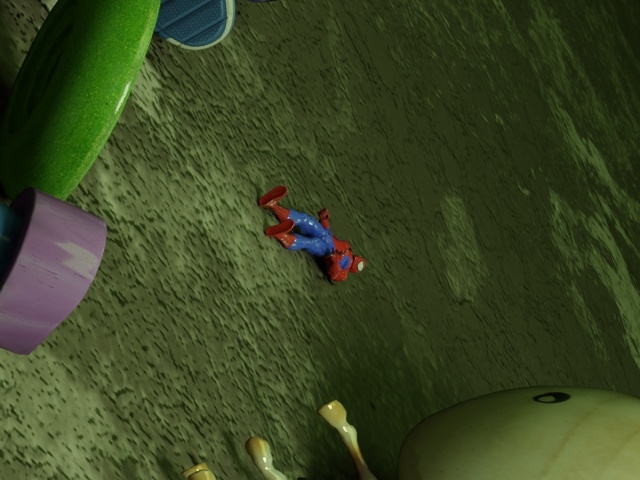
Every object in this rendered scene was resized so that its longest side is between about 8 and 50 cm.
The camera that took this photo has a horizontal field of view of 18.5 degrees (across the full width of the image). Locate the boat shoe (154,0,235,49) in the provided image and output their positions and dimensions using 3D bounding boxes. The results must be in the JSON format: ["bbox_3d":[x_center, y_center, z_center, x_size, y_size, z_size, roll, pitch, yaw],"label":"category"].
[{"bbox_3d":[-0.098,-0.199,1.136,0.183,0.066,0.066,63,18,-13],"label":"boat shoe"}]

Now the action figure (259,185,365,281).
[{"bbox_3d":[0.000,0.000,1.246,0.115,0.030,0.038,38,30,-59],"label":"action figure"}]

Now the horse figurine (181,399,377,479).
[{"bbox_3d":[-0.003,0.180,0.980,0.174,0.066,0.263,67,19,2],"label":"horse figurine"}]

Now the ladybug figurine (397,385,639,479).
[{"bbox_3d":[0.218,0.234,1.168,0.449,0.162,0.305,43,17,-40],"label":"ladybug figurine"}]

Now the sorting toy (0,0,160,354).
[{"bbox_3d":[-0.150,-0.108,0.892,0.126,0.127,0.365,26,40,-20],"label":"sorting toy"}]

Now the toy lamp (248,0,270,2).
[{"bbox_3d":[-0.021,-0.224,1.362,0.080,0.080,0.275,63,18,-15],"label":"toy lamp"}]
